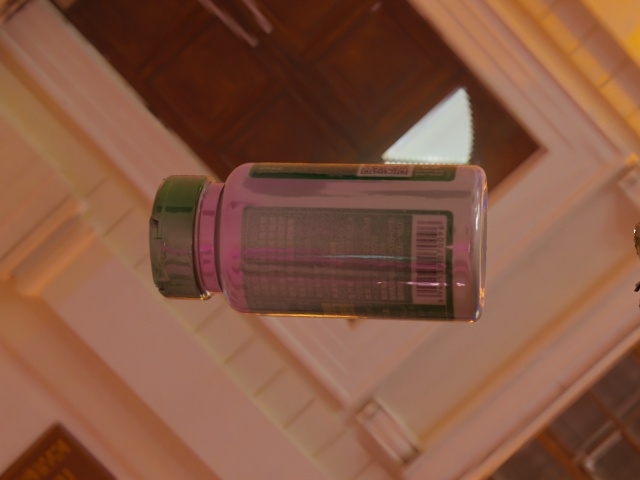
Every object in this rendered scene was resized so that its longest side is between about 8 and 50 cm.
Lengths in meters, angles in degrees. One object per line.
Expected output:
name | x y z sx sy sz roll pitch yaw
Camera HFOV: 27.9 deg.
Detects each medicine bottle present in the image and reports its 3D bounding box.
medicine bottle | 0.000 0.000 1.078 0.274 0.133 0.133 2 -162 9

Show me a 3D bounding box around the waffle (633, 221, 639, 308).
waffle | 0.281 0.060 0.543 0.297 0.317 0.073 94 22 -57
